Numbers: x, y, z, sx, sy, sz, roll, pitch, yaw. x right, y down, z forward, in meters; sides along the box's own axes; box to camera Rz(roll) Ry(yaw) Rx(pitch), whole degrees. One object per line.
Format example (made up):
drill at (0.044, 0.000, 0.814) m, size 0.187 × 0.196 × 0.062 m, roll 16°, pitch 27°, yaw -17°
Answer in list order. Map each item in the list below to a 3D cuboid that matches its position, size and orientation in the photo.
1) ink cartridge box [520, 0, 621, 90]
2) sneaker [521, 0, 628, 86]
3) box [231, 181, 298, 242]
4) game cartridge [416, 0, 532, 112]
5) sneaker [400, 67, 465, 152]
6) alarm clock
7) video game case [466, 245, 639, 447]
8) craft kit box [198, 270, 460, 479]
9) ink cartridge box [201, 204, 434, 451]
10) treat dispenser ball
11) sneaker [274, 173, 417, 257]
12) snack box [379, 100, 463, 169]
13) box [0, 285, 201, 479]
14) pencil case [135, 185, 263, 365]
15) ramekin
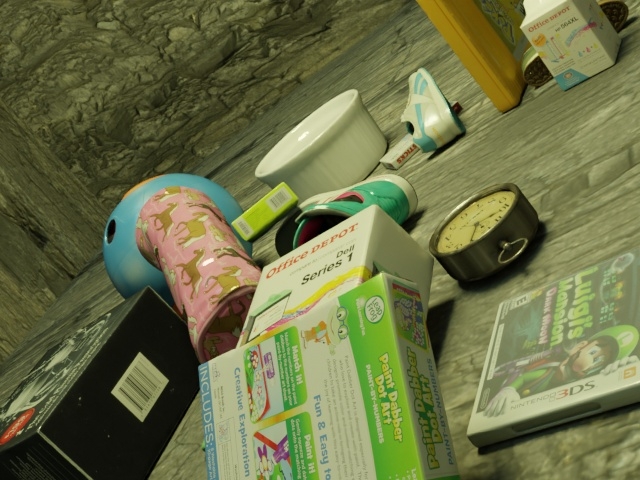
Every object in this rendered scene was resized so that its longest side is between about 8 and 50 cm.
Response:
ink cartridge box at (0.379, -0.324, 1.277) m, size 0.092 × 0.143 × 0.090 m, roll -27°, pitch 21°, yaw 40°
sneaker at (0.412, -0.340, 1.385) m, size 0.192 × 0.064 × 0.086 m, roll -38°, pitch 21°, yaw 22°
box at (-0.089, -0.043, 1.384) m, size 0.109 × 0.042 × 0.178 m, roll -39°, pitch 0°, yaw -2°
game cartridge at (0.288, -0.415, 1.470) m, size 0.052 × 0.285 × 0.324 m, roll -28°, pitch 21°, yaw 38°
sneaker at (0.191, -0.245, 1.544) m, size 0.092 × 0.087 × 0.229 m, roll -34°, pitch 30°, yaw 15°
alarm clock at (0.201, -0.003, 0.984) m, size 0.129 × 0.064 × 0.192 m, roll -40°, pitch 13°, yaw 3°
video game case at (0.224, 0.092, 0.759) m, size 0.173 × 0.022 × 0.190 m, roll -28°, pitch 20°, yaw 36°
craft kit box at (-0.001, 0.188, 0.718) m, size 0.246 × 0.061 × 0.250 m, roll -31°, pitch 57°, yaw 37°
ink cartridge box at (0.006, 0.120, 0.935) m, size 0.201 × 0.117 × 0.278 m, roll -29°, pitch 30°, yaw 35°
treat dispenser ball at (-0.275, 0.013, 1.622) m, size 0.288 × 0.288 × 0.288 m, roll -37°, pitch 17°, yaw 13°
sneaker at (0.000, 0.000, 1.325) m, size 0.295 × 0.124 × 0.178 m, roll -25°, pitch 8°, yaw 41°
snack box at (0.193, -0.204, 1.603) m, size 0.178 × 0.022 × 0.064 m, roll -43°, pitch 17°, yaw -7°
box at (-0.388, 0.290, 1.349) m, size 0.312 × 0.179 × 0.343 m, roll -32°, pitch 18°, yaw 33°
pencil case at (-0.174, 0.058, 1.303) m, size 0.160 × 0.167 × 0.386 m, roll -49°, pitch 36°, yaw 4°
ramekin at (0.008, -0.178, 1.755) m, size 0.277 × 0.135 × 0.277 m, roll -36°, pitch 16°, yaw 13°
